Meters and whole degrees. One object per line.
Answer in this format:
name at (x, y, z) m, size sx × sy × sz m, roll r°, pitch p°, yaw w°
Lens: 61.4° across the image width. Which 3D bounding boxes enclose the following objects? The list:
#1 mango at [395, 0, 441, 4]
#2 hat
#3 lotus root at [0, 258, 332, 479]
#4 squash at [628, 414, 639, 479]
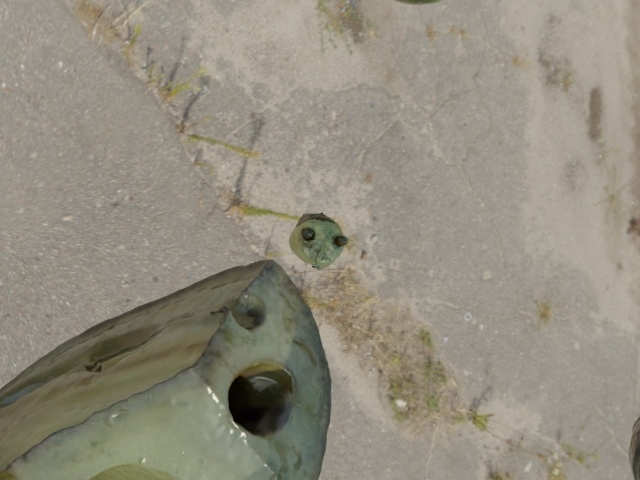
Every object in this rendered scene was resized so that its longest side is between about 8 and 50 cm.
mango at (0.126, -0.368, 0.711) m, size 0.178 × 0.119 × 0.100 m, roll -20°, pitch 139°, yaw -44°
hat at (0.000, -0.001, 0.788) m, size 0.077 × 0.059 × 0.076 m, roll 33°, pitch 78°, yaw -17°
lotus root at (-0.141, 0.153, 0.408) m, size 0.142 × 0.314 × 0.210 m, roll 60°, pitch 18°, yaw -21°
squash at (0.418, 0.246, 0.492) m, size 0.252 × 0.252 × 0.165 m, roll 16°, pitch 120°, yaw -32°
